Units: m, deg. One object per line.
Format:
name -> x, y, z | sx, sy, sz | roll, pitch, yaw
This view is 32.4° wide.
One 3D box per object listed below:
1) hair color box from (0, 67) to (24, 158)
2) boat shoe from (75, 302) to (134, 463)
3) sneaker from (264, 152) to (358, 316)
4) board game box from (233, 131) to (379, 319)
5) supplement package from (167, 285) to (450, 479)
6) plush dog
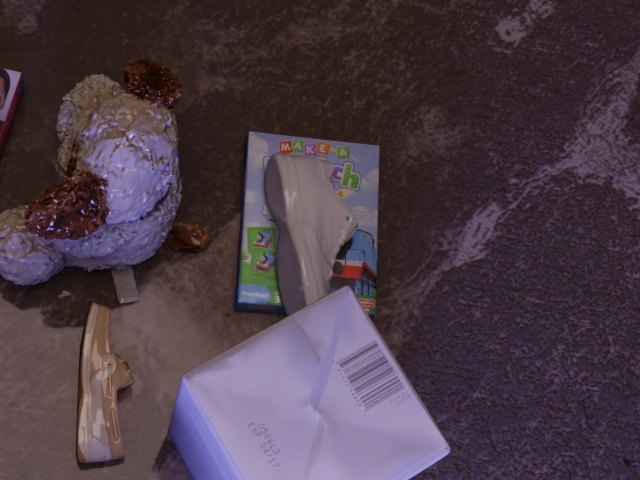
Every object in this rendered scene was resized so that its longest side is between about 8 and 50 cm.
hair color box -> -0.389, -0.129, 1.242 | 0.072, 0.043, 0.141 | 13, 68, -6
boat shoe -> -0.227, 0.151, 1.170 | 0.059, 0.063, 0.170 | 3, 80, -13
sneaker -> 0.000, 0.000, 1.220 | 0.094, 0.080, 0.212 | 0, 70, -23
board game box -> -0.014, -0.017, 1.281 | 0.160, 0.039, 0.211 | 5, 69, -9
supplement package -> -0.027, 0.192, 1.067 | 0.175, 0.293, 0.177 | -28, 79, -18
plush dog -> -0.212, -0.064, 1.156 | 0.211, 0.225, 0.262 | 24, 68, -2
